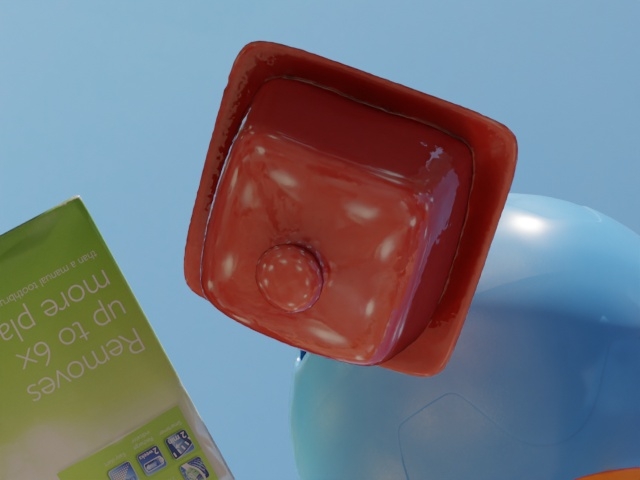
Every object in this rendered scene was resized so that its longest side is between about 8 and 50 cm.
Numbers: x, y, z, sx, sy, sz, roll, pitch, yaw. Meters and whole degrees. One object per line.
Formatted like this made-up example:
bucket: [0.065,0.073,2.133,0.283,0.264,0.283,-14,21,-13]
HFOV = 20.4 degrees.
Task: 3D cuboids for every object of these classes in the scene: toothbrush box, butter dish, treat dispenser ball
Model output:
toothbrush box: [-0.177,0.144,1.110,0.283,0.206,0.122,63,-12,-4]
butter dish: [0.000,0.000,0.908,0.160,0.118,0.160,21,-65,9]
treat dispenser ball: [0.123,0.112,1.171,0.288,0.288,0.288,0,-90,53]
